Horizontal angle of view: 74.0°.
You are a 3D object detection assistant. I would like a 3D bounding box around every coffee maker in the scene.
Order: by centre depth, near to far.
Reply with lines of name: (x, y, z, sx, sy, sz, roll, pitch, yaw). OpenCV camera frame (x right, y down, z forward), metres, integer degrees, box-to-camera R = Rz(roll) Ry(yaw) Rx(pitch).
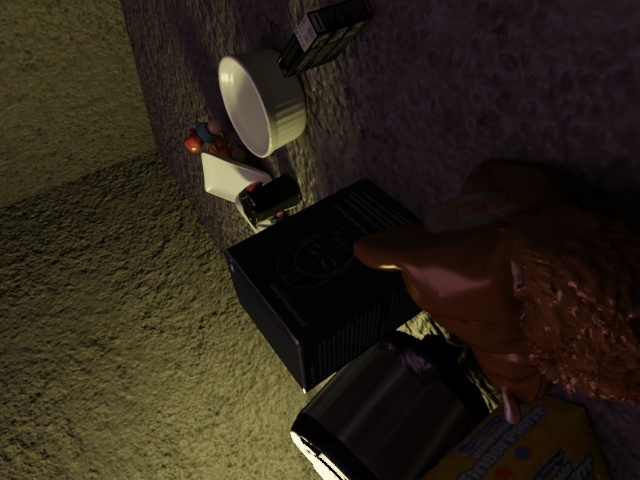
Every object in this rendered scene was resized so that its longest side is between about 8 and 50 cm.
coffee maker: (-0.161, -0.136, 1.417, 0.120, 0.178, 0.171, 60, 160, -2)

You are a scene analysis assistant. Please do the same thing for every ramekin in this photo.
ramekin: (-0.156, -0.385, 1.174, 0.277, 0.135, 0.277, 46, 153, 31)

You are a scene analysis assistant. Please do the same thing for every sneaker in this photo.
sneaker: (-0.170, -0.071, 1.603, 0.350, 0.131, 0.148, 49, 127, -6)

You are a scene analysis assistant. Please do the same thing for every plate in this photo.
plate: (-0.325, -0.233, 1.679, 0.277, 0.045, 0.277, 20, 152, -1)

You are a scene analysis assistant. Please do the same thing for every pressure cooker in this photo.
pressure cooker: (0.185, 0.419, 1.012, 0.376, 0.420, 0.369, 54, 153, -9)

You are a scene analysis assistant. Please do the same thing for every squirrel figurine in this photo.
squirrel figurine: (0.305, 0.116, 0.613, 0.397, 0.281, 0.371, 22, 142, 61)

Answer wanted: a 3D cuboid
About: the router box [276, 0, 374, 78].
router box: (0.003, -0.390, 0.826, 0.046, 0.133, 0.179, 63, 157, -7)

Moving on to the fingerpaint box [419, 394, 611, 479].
fingerpaint box: (0.357, 0.568, 0.784, 0.163, 0.444, 0.372, -6, 111, 65)

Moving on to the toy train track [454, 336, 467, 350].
toy train track: (0.345, 0.231, 0.983, 0.083, 0.014, 0.048, -27, 85, 62)

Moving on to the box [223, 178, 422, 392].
box: (0.038, 0.083, 0.964, 0.293, 0.395, 0.212, 45, 152, 35)

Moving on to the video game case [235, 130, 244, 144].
video game case: (-0.275, -0.432, 1.523, 0.201, 0.023, 0.184, 22, 136, 56)

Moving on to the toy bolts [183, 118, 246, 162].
toy bolts: (-0.404, -0.402, 1.703, 0.228, 0.158, 0.219, 42, -144, -42)
